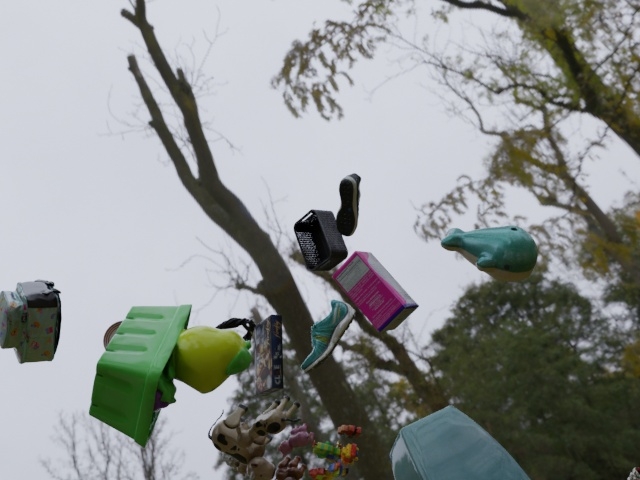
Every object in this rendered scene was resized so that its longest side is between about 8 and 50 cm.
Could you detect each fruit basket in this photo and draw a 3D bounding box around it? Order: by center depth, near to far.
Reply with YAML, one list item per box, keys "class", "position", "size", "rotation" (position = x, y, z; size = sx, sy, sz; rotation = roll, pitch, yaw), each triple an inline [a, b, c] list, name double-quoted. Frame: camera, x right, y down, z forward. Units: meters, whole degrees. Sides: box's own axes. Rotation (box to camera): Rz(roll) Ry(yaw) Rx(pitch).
- class: "fruit basket"
  position: [-0.376, 0.337, 1.644]
  size: [0.392, 0.392, 0.283]
  rotation: [1, -62, -35]

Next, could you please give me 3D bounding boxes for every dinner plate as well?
- class: "dinner plate"
  position: [-0.680, 0.347, 2.148]
  size: [0.141, 0.141, 0.017]
  rotation: [-10, -21, -23]

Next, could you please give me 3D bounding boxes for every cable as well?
- class: "cable"
  position: [-0.331, 0.353, 2.346]
  size: [0.184, 0.047, 0.151]
  rotation: [8, -56, -37]

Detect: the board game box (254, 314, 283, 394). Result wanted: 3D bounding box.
- class: "board game box"
  position: [-0.176, 0.389, 2.090]
  size: [0.042, 0.243, 0.165]
  rotation: [8, -25, -24]

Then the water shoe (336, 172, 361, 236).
- class: "water shoe"
  position: [0.098, -0.108, 1.911]
  size: [0.080, 0.072, 0.203]
  rotation: [-39, -39, -48]

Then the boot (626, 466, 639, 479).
- class: "boot"
  position: [0.749, 0.632, 1.375]
  size: [0.179, 0.236, 0.085]
  rotation: [-62, -9, 14]

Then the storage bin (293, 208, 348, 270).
- class: "storage bin"
  position: [0.000, 0.000, 2.020]
  size: [0.084, 0.180, 0.122]
  rotation: [3, -31, -44]

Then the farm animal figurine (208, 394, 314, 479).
- class: "farm animal figurine"
  position: [-0.185, 0.587, 1.764]
  size: [0.172, 0.326, 0.330]
  rotation: [-44, -45, -46]

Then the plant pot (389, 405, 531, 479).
- class: "plant pot"
  position: [0.218, 0.399, 0.977]
  size: [0.165, 0.234, 0.165]
  rotation: [-18, -37, -22]

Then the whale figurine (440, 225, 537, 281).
- class: "whale figurine"
  position: [0.493, 0.010, 1.795]
  size: [0.216, 0.272, 0.141]
  rotation: [-42, -32, -53]

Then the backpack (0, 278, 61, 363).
- class: "backpack"
  position: [-0.708, 0.206, 1.508]
  size: [0.144, 0.166, 0.189]
  rotation: [-8, -73, -34]

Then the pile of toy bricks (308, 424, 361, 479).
- class: "pile of toy bricks"
  position: [0.025, 0.558, 1.638]
  size: [0.105, 0.118, 0.212]
  rotation: [17, -42, -8]

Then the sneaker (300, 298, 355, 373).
- class: "sneaker"
  position: [0.012, 0.328, 2.115]
  size: [0.275, 0.110, 0.107]
  rotation: [-57, -11, -6]

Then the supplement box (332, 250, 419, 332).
- class: "supplement box"
  position: [0.156, 0.143, 1.770]
  size: [0.114, 0.220, 0.111]
  rotation: [-47, -23, 18]
